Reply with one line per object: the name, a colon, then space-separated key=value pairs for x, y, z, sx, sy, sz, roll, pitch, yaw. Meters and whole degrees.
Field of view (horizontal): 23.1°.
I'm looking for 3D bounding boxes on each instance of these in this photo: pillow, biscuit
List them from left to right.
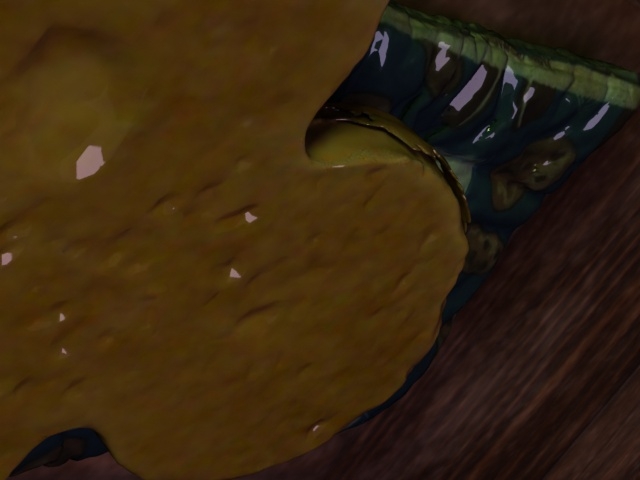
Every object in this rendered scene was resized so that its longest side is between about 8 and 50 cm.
biscuit: x=-0.077 y=-0.018 z=0.358 sx=0.216 sy=0.047 sz=0.340 roll=-51 pitch=143 yaw=14
pillow: x=-0.002 y=0.001 z=0.528 sx=0.255 sy=0.034 sz=0.189 roll=3 pitch=129 yaw=-55
